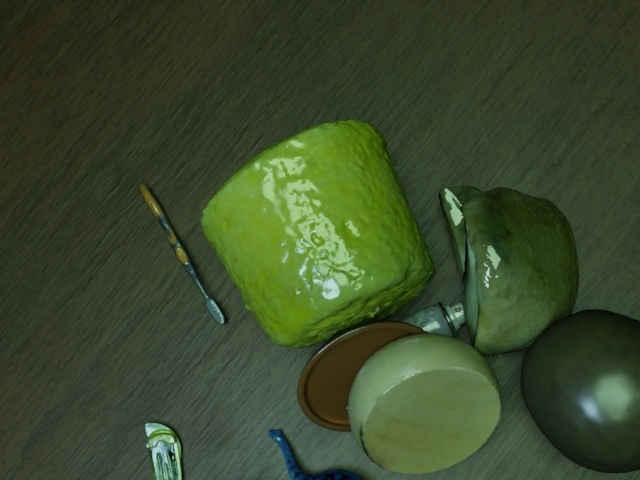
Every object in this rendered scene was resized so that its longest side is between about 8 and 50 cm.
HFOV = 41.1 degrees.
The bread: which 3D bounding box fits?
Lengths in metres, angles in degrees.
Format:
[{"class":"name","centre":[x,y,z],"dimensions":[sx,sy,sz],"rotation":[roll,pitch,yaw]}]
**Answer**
[{"class":"bread","centre":[0.000,0.000,1.400],"dimensions":[0.348,0.348,0.307],"rotation":[-27,79,3]}]

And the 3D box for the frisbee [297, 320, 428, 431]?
[{"class":"frisbee","centre":[0.082,0.227,1.421],"dimensions":[0.251,0.251,0.021],"rotation":[-29,39,3]}]

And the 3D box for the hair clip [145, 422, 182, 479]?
[{"class":"hair clip","centre":[-0.274,0.417,1.525],"dimensions":[0.060,0.033,0.188],"rotation":[-11,73,5]}]

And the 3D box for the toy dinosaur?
[{"class":"toy dinosaur","centre":[0.026,0.450,1.455],"dimensions":[0.329,0.076,0.144],"rotation":[20,77,22]}]

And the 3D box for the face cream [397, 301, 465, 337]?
[{"class":"face cream","centre":[0.148,0.174,1.483],"dimensions":[0.229,0.075,0.075],"rotation":[-27,77,2]}]

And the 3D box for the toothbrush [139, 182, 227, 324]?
[{"class":"toothbrush","centre":[-0.260,0.022,1.595],"dimensions":[0.023,0.031,0.321],"rotation":[-33,77,1]}]

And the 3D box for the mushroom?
[{"class":"mushroom","centre":[0.333,0.016,1.419],"dimensions":[0.217,0.212,0.292],"rotation":[-10,60,-2]}]

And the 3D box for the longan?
[{"class":"longan","centre":[0.450,0.234,1.341],"dimensions":[0.258,0.258,0.258],"rotation":[-2,80,9]}]

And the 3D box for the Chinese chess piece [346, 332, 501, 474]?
[{"class":"Chinese chess piece","centre":[0.168,0.266,1.388],"dimensions":[0.251,0.251,0.097],"rotation":[-26,33,3]}]
